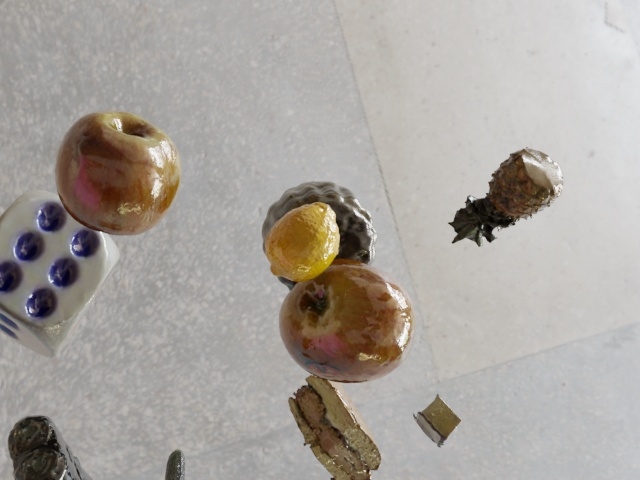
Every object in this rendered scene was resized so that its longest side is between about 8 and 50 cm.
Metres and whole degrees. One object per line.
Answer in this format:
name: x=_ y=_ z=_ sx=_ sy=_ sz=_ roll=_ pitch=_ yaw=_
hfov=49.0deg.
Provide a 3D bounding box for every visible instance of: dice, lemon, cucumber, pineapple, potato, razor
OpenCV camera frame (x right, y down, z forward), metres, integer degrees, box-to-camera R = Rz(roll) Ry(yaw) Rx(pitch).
dice: x=-0.579 y=0.069 z=1.463 sx=0.243 sy=0.251 sz=0.259 roll=35 pitch=62 yaw=-10
lemon: x=-0.033 y=0.003 z=1.439 sx=0.142 sy=0.142 sz=0.187 roll=39 pitch=75 yaw=-10
cucumber: x=-0.342 y=0.580 z=1.655 sx=0.058 sy=0.215 sz=0.052 roll=-30 pitch=125 yaw=9
pineapple: x=0.356 y=-0.070 z=1.374 sx=0.128 sy=0.248 sz=0.128 roll=16 pitch=52 yaw=-21
potato: x=0.230 y=0.356 z=1.384 sx=0.061 sy=0.122 sz=0.086 roll=-37 pitch=70 yaw=-11
razor: x=-0.493 y=0.487 z=1.358 sx=0.107 sy=0.327 sz=0.189 roll=-28 pitch=44 yaw=-15

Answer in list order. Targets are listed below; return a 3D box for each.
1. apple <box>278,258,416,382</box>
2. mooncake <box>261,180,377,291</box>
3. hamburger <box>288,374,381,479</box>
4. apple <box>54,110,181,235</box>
apple: x=0.051 y=0.170 z=1.532 sx=0.309 sy=0.250 sz=0.278 roll=-7 pitch=71 yaw=13
mooncake: x=0.000 y=0.000 z=1.733 sx=0.290 sy=0.161 sz=0.291 roll=-4 pitch=108 yaw=-11
hamburger: x=0.036 y=0.493 z=1.863 sx=0.155 sy=0.245 sz=0.282 roll=-35 pitch=122 yaw=8
apple: x=-0.343 y=-0.115 z=1.199 sx=0.211 sy=0.188 sz=0.211 roll=19 pitch=30 yaw=-12
